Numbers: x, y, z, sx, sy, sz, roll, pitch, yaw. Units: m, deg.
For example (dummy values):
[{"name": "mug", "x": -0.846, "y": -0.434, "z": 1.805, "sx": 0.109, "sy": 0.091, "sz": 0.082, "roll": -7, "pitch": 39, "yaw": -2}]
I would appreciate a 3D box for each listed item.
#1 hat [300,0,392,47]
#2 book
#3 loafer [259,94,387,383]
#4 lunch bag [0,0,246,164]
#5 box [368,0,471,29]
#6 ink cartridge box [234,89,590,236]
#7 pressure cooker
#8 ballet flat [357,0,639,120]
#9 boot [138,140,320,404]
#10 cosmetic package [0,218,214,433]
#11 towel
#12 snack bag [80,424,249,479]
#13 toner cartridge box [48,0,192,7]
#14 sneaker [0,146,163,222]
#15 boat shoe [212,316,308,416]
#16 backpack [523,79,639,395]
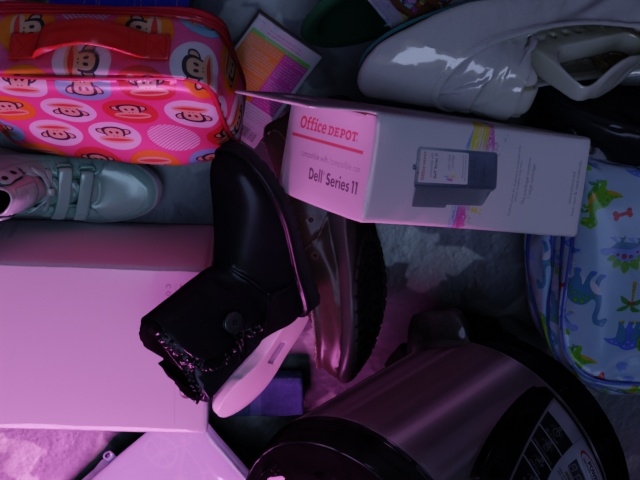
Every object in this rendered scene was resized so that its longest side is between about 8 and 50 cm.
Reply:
[{"name": "hat", "x": 0.045, "y": -0.352, "z": 1.426, "sx": 0.209, "sy": 0.173, "sz": 0.183, "roll": -17, "pitch": 76, "yaw": -16}, {"name": "book", "x": -0.078, "y": -0.197, "z": 1.489, "sx": 0.096, "sy": 0.035, "sz": 0.144, "roll": 35, "pitch": 106, "yaw": -14}, {"name": "loafer", "x": 0.000, "y": 0.000, "z": 1.526, "sx": 0.130, "sy": 0.134, "sz": 0.365, "roll": 0, "pitch": 103, "yaw": 20}, {"name": "lunch bag", "x": -0.239, "y": -0.181, "z": 1.357, "sx": 0.293, "sy": 0.258, "sz": 0.120, "roll": 3, "pitch": 73, "yaw": 7}, {"name": "box", "x": 0.166, "y": -0.290, "z": 1.351, "sx": 0.201, "sy": 0.293, "sz": 0.057, "roll": -36, "pitch": 63, "yaw": 11}, {"name": "ink cartridge box", "x": 0.093, "y": -0.086, "z": 1.342, "sx": 0.354, "sy": 0.207, "sz": 0.119, "roll": 4, "pitch": 99, "yaw": -28}, {"name": "pressure cooker", "x": 0.160, "y": 0.307, "z": 1.470, "sx": 0.375, "sy": 0.420, "sz": 0.369, "roll": 38, "pitch": 130, "yaw": 28}, {"name": "ballet flat", "x": 0.236, "y": -0.205, "z": 1.357, "sx": 0.400, "sy": 0.139, "sz": 0.139, "roll": -17, "pitch": 112, "yaw": -26}, {"name": "boot", "x": -0.118, "y": 0.039, "z": 1.372, "sx": 0.207, "sy": 0.094, "sz": 0.246, "roll": -38, "pitch": 123, "yaw": -30}, {"name": "cosmetic package", "x": -0.362, "y": 0.103, "z": 1.519, "sx": 0.453, "sy": 0.161, "sz": 0.230, "roll": 1, "pitch": 110, "yaw": -3}, {"name": "towel", "x": -0.082, "y": 0.204, "z": 1.633, "sx": 0.120, "sy": 0.029, "sz": 0.067, "roll": 1, "pitch": 107, "yaw": -1}, {"name": "snack bag", "x": -0.192, "y": 0.415, "z": 1.647, "sx": 0.342, "sy": 0.037, "sz": 0.323, "roll": -42, "pitch": 89, "yaw": 19}, {"name": "toner cartridge box", "x": -0.213, "y": -0.402, "z": 1.388, "sx": 0.165, "sy": 0.075, "sz": 0.347, "roll": 8, "pitch": 110, "yaw": -6}, {"name": "sneaker", "x": -0.324, "y": -0.050, "z": 1.469, "sx": 0.256, "sy": 0.151, "sz": 0.094, "roll": 6, "pitch": 110, "yaw": -4}, {"name": "boat shoe", "x": -0.090, "y": 0.145, "z": 1.586, "sx": 0.066, "sy": 0.063, "sz": 0.184, "roll": 19, "pitch": 106, "yaw": -55}, {"name": "backpack", "x": 0.379, "y": 0.011, "z": 1.484, "sx": 0.290, "sy": 0.273, "sz": 0.355, "roll": 5, "pitch": 122, "yaw": -11}]
